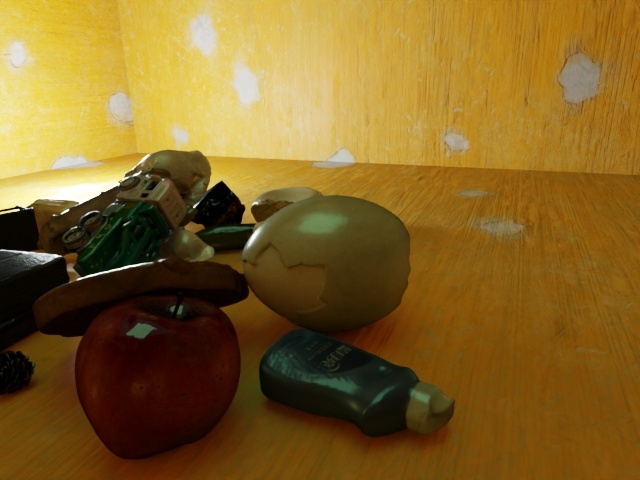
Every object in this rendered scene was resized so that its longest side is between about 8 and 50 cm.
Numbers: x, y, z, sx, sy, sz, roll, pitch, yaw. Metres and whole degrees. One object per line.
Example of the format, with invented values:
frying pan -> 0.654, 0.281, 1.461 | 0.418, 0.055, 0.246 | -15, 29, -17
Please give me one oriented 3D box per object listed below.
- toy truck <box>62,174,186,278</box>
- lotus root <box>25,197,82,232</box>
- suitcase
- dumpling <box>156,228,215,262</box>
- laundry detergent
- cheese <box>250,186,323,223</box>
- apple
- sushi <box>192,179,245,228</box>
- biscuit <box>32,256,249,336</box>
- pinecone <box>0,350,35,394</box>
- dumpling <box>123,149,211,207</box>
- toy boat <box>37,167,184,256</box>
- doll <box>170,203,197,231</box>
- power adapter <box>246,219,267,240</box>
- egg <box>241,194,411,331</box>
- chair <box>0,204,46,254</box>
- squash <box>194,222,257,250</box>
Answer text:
toy truck -> -0.495, -0.017, 1.236 | 0.177, 0.177, 0.364 | 1, 45, 20
lotus root -> -0.895, -0.076, 1.632 | 0.303, 0.131, 0.146 | 6, 43, 23
suitcase -> -0.710, 0.131, 0.958 | 0.229, 0.152, 0.335 | 5, 19, 15
dumpling -> -0.390, 0.036, 1.320 | 0.187, 0.108, 0.127 | 21, 51, 20
laundry detergent -> 0.054, 0.222, 0.728 | 0.289, 0.094, 0.143 | 9, 17, 29
cheese -> -0.107, -0.112, 1.699 | 0.265, 0.127, 0.233 | 3, 19, 18
apple -> -0.221, 0.181, 0.670 | 0.233, 0.234, 0.234 | -1, 18, 0
sushi -> -0.347, -0.099, 1.638 | 0.172, 0.150, 0.153 | -37, 23, 18
biscuit -> -0.306, 0.105, 0.867 | 0.358, 0.074, 0.381 | -24, -13, 41
pinecone -> -0.531, 0.220, 0.799 | 0.077, 0.083, 0.077 | -4, 60, 7
dumpling -> -0.498, -0.198, 1.589 | 0.243, 0.227, 0.175 | -29, -8, 6
toy boat -> -0.638, -0.077, 1.431 | 0.445, 0.162, 0.136 | -31, 71, -15
doll -> -0.491, -0.054, 1.499 | 0.137, 0.097, 0.209 | 30, 64, 37
power adapter -> -0.125, 0.003, 1.351 | 0.204, 0.125, 0.130 | 17, 27, 41
egg -> 0.009, 0.048, 0.959 | 0.335, 0.279, 0.278 | -2, 18, -12
chair -> -0.952, -0.019, 1.461 | 0.260, 0.142, 0.154 | 11, 22, 41
squash -> -0.279, -0.009, 1.469 | 0.331, 0.087, 0.087 | -5, 19, -6
